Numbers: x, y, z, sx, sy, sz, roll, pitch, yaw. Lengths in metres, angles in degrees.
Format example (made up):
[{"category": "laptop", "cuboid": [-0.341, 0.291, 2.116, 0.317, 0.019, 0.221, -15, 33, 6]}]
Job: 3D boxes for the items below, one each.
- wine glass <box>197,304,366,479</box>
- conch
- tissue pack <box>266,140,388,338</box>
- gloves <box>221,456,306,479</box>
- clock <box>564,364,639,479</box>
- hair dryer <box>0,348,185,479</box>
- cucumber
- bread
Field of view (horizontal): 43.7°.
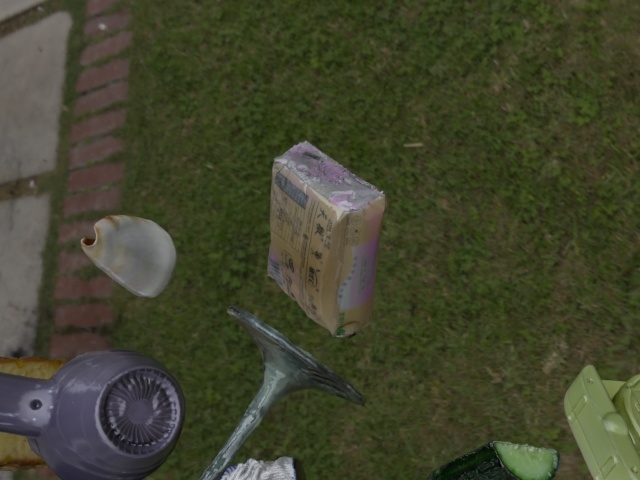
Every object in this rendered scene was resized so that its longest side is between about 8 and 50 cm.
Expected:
[{"category": "wine glass", "cuboid": [-0.142, 0.295, 0.944, 0.267, 0.267, 0.406, 27, 78, 38]}, {"category": "conch", "cuboid": [-0.269, 0.018, 1.132, 0.094, 0.176, 0.104, 30, 91, 53]}, {"category": "tissue pack", "cuboid": [0.000, 0.000, 1.282, 0.215, 0.123, 0.256, 39, 141, 38]}, {"category": "gloves", "cuboid": [-0.135, 0.444, 1.390, 0.229, 0.119, 0.097, -20, 20, -6]}, {"category": "clock", "cuboid": [0.550, 0.302, 1.235, 0.235, 0.308, 0.096, -105, 23, -47]}, {"category": "hair dryer", "cuboid": [-0.314, 0.131, 0.680, 0.301, 0.361, 0.121, -25, 51, 55]}, {"category": "cucumber", "cuboid": [0.245, 0.375, 1.224, 0.244, 0.115, 0.063, -47, 32, 49]}, {"category": "bread", "cuboid": [-0.592, 0.332, 1.513, 0.279, 0.279, 0.207, -16, 72, 44]}]
